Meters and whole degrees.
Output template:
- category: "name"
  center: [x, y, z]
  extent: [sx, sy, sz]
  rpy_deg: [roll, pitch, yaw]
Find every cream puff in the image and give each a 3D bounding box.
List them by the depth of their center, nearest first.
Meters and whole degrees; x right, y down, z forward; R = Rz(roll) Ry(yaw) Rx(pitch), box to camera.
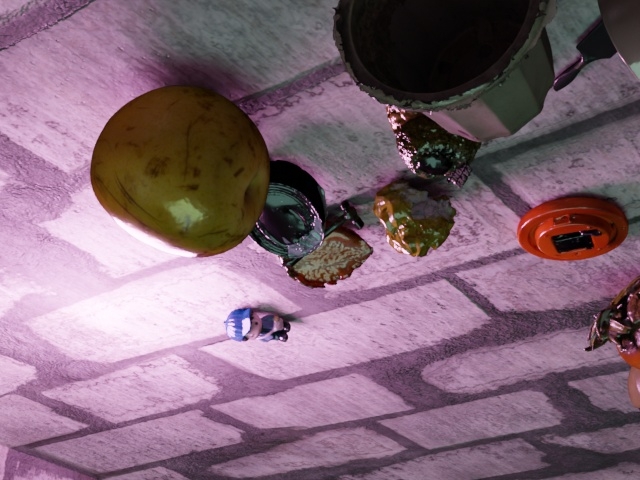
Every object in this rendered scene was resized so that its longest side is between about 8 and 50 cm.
- category: "cream puff"
  center: [0.187, -0.169, 1.611]
  extent: [0.183, 0.169, 0.183]
  rpy_deg: [2, 149, 1]
- category: "cream puff"
  center: [0.163, -0.032, 1.894]
  extent: [0.156, 0.156, 0.121]
  rpy_deg: [18, 129, -25]

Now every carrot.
- category: "carrot"
  center: [0.704, 0.175, 2.164]
  extent: [0.331, 0.214, 0.193]
  rpy_deg: [8, 122, -18]

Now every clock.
- category: "clock"
  center: [0.472, -0.016, 1.983]
  extent: [0.205, 0.051, 0.205]
  rpy_deg: [3, 151, 2]

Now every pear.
- category: "pear"
  center: [-0.216, -0.109, 1.664]
  extent: [0.280, 0.281, 0.281]
  rpy_deg: [2, 151, 1]

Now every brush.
- category: "brush"
  center: [0.398, -0.275, 1.561]
  extent: [0.063, 0.016, 0.193]
  rpy_deg: [14, 148, -18]

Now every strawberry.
- category: "strawberry"
  center: [0.008, 0.013, 2.040]
  extent: [0.187, 0.082, 0.147]
  rpy_deg: [-3, 125, -5]

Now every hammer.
- category: "hammer"
  center: [0.000, 0.000, 1.983]
  extent: [0.178, 0.021, 0.065]
  rpy_deg: [-39, 115, 8]

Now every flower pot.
- category: "flower pot"
  center: [0.191, -0.255, 1.385]
  extent: [0.290, 0.290, 0.259]
  rpy_deg: [-11, 158, 22]

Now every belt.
- category: "belt"
  center: [-0.062, -0.053, 1.896]
  extent: [0.151, 0.078, 0.198]
  rpy_deg: [-11, 133, 18]

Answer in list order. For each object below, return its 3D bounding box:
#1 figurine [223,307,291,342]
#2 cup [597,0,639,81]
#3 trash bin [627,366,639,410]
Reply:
- category: "figurine"
  center: [-0.142, 0.192, 2.389]
  extent: [0.149, 0.086, 0.087]
  rpy_deg: [10, -168, -36]
- category: "cup"
  center: [0.466, -0.329, 1.321]
  extent: [0.200, 0.191, 0.253]
  rpy_deg: [-31, 104, 40]
- category: "trash bin"
  center: [0.837, 0.298, 2.357]
  extent: [0.214, 0.214, 0.334]
  rpy_deg: [20, 141, -28]
